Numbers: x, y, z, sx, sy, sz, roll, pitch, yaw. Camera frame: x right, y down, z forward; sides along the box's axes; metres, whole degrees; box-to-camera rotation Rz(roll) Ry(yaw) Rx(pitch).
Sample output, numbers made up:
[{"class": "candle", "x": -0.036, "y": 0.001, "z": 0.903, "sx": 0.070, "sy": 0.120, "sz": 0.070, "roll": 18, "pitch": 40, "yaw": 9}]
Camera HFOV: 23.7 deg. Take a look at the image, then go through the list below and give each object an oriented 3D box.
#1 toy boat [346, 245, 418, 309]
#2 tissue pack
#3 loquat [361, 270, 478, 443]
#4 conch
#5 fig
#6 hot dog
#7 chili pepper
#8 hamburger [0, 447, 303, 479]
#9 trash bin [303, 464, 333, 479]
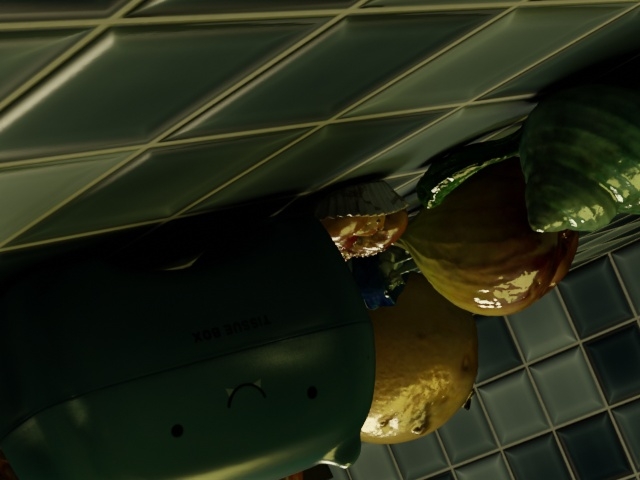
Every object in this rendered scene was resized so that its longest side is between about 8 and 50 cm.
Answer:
[{"class": "toy boat", "x": 0.135, "y": 0.007, "z": 1.624, "sx": 0.291, "sy": 0.070, "sz": 0.210, "roll": -21, "pitch": -171, "yaw": -12}, {"class": "tissue pack", "x": -0.104, "y": 0.110, "z": 1.184, "sx": 0.287, "sy": 0.206, "sz": 0.198, "roll": -11, "pitch": 169, "yaw": -31}, {"class": "loquat", "x": 0.076, "y": 0.141, "z": 1.925, "sx": 0.243, "sy": 0.244, "sz": 0.244, "roll": -22, "pitch": 172, "yaw": -3}, {"class": "conch", "x": 0.239, "y": -0.074, "z": 1.261, "sx": 0.188, "sy": 0.122, "sz": 0.176, "roll": -12, "pitch": -168, "yaw": -36}, {"class": "fig", "x": 0.134, "y": 0.014, "z": 1.455, "sx": 0.230, "sy": 0.143, "sz": 0.160, "roll": -25, "pitch": 176, "yaw": 17}, {"class": "hot dog", "x": 0.000, "y": 0.000, "z": 1.326, "sx": 0.108, "sy": 0.059, "sz": 0.191, "roll": -8, "pitch": 167, "yaw": -36}, {"class": "chili pepper", "x": 0.131, "y": -0.069, "z": 1.315, "sx": 0.118, "sy": 0.035, "sz": 0.055, "roll": -34, "pitch": -177, "yaw": 11}, {"class": "hamburger", "x": -0.181, "y": 0.224, "z": 1.409, "sx": 0.330, "sy": 0.330, "sz": 0.250, "roll": -23, "pitch": 170, "yaw": 7}, {"class": "trash bin", "x": -0.106, "y": 0.230, "z": 1.944, "sx": 0.115, "sy": 0.226, "sz": 0.165, "roll": -16, "pitch": 170, "yaw": -39}]
